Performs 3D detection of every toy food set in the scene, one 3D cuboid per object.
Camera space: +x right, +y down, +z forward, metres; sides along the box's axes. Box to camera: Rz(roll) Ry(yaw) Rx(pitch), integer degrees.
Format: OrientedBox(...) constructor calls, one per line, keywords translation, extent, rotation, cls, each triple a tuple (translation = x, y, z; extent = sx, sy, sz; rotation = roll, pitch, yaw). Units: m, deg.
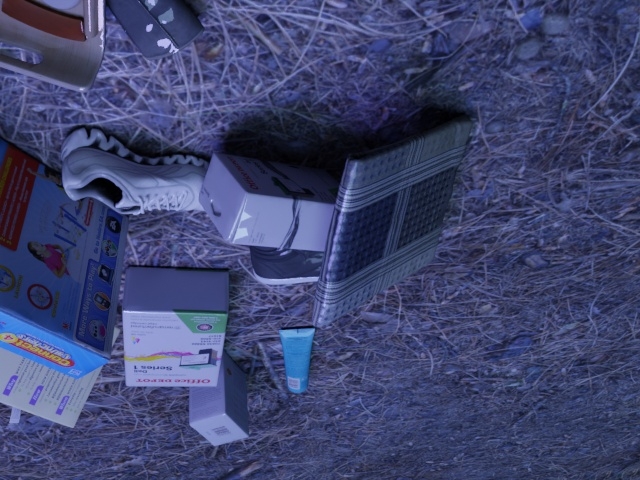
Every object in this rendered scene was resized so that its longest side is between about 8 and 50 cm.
OrientedBox(translation=(-0.377, -0.339, 0.845), extent=(0.220, 0.092, 0.306), rotation=(18, 136, 0), cls="toy food set")

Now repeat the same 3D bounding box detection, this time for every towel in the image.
OrientedBox(translation=(0.115, -0.040, 1.176), extent=(0.324, 0.056, 0.312), rotation=(-24, 136, -43), cls="towel")

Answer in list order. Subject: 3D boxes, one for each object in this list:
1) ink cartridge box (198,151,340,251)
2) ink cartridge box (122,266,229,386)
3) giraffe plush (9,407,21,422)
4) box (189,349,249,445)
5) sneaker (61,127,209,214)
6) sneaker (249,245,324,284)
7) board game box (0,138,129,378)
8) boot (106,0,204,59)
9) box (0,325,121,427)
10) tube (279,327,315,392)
OrientedBox(translation=(-0.065, -0.060, 1.159), extent=(0.220, 0.160, 0.092), rotation=(6, 116, -33), cls="ink cartridge box")
OrientedBox(translation=(-0.300, 0.186, 1.477), extent=(0.202, 0.117, 0.278), rotation=(3, 138, -11), cls="ink cartridge box")
OrientedBox(translation=(-0.655, 0.265, 1.500), extent=(0.171, 0.210, 0.181), rotation=(0, 152, 39), cls="giraffe plush")
OrientedBox(translation=(-0.234, 0.362, 1.644), extent=(0.091, 0.170, 0.130), rotation=(-19, 137, 10), cls="box")
OrientedBox(translation=(-0.281, -0.086, 1.177), extent=(0.292, 0.118, 0.110), rotation=(12, 133, -23), cls="sneaker")
OrientedBox(translation=(0.000, 0.000, 1.319), extent=(0.296, 0.104, 0.146), rotation=(-9, 144, 9), cls="sneaker")
OrientedBox(translation=(-0.461, 0.021, 1.125), extent=(0.086, 0.308, 0.302), rotation=(-31, 133, 26), cls="board game box")
OrientedBox(translation=(-0.219, -0.344, 0.925), extent=(0.190, 0.076, 0.208), rotation=(-14, 133, 29), cls="boot")
OrientedBox(translation=(-0.554, 0.215, 1.381), extent=(0.117, 0.213, 0.243), rotation=(3, 154, 44), cls="box")
OrientedBox(translation=(-0.055, 0.276, 1.671), extent=(0.080, 0.052, 0.207), rotation=(-6, 134, -9), cls="tube")
